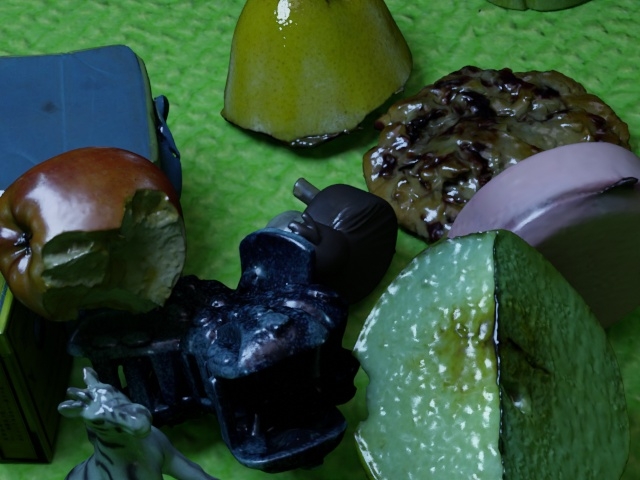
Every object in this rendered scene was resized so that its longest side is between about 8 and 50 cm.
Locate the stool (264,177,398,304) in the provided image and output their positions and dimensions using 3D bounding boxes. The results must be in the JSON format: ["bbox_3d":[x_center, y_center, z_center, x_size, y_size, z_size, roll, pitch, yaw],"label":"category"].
[{"bbox_3d":[0.000,0.000,1.327,0.121,0.125,0.217,24,15,31],"label":"stool"}]

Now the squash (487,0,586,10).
[{"bbox_3d":[0.332,-0.496,1.666,0.210,0.309,0.234,18,51,17],"label":"squash"}]

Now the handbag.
[{"bbox_3d":[-0.261,-0.052,1.329,0.222,0.241,0.263,-11,47,-8],"label":"handbag"}]

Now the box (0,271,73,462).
[{"bbox_3d":[-0.300,0.101,1.203,0.064,0.220,0.141,0,48,5],"label":"box"}]

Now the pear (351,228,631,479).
[{"bbox_3d":[0.169,0.156,1.142,0.159,0.292,0.292,-23,33,40],"label":"pear"}]

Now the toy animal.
[{"bbox_3d":[-0.152,0.215,1.088,0.170,0.255,0.090,19,40,-1],"label":"toy animal"}]

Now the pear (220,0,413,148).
[{"bbox_3d":[-0.020,-0.261,1.539,0.267,0.178,0.267,-10,37,8],"label":"pear"}]

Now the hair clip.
[{"bbox_3d":[-0.086,0.108,1.184,0.310,0.194,0.206,5,23,42],"label":"hair clip"}]

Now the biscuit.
[{"bbox_3d":[0.214,-0.113,1.482,0.334,0.081,0.289,-26,54,-23],"label":"biscuit"}]

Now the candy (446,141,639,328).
[{"bbox_3d":[0.250,0.006,1.255,0.255,0.255,0.094,-13,49,-11],"label":"candy"}]

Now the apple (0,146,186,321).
[{"bbox_3d":[-0.212,-0.007,1.102,0.158,0.156,0.147,12,43,-41],"label":"apple"}]
